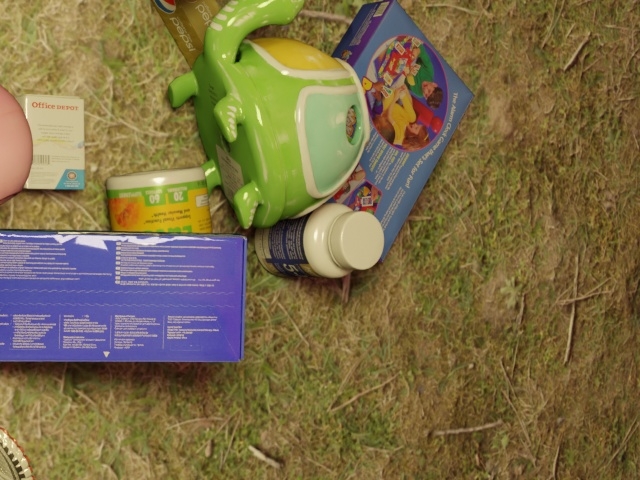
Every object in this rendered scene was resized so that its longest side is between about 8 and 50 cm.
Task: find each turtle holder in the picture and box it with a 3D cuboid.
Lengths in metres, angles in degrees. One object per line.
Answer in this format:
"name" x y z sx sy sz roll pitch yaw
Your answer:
"turtle holder" -0.069 -0.187 1.834 0.227 0.243 0.320 -21 93 -20

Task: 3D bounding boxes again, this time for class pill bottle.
"pill bottle" -0.210 0.028 1.813 0.136 0.136 0.245 -11 97 -40
"pill bottle" 0.000 0.000 1.959 0.112 0.187 0.112 0 90 -40

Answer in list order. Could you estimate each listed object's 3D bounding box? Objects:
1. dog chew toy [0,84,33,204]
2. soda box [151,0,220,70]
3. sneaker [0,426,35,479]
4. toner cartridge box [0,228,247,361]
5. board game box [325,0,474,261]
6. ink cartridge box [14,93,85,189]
"dog chew toy" -0.480 -0.175 1.552 0.206 0.206 0.332 -33 95 -36
"soda box" -0.187 -0.328 1.882 0.058 0.061 0.181 -46 118 -32
"sneaker" -0.409 0.324 1.678 0.093 0.088 0.225 -26 106 -36
"toner cartridge box" -0.272 0.069 1.695 0.348 0.075 0.165 2 92 -12
"board game box" 0.082 -0.172 2.100 0.233 0.078 0.347 45 63 -31
"ink cartridge box" -0.358 -0.127 1.743 0.088 0.052 0.122 0 91 -41
